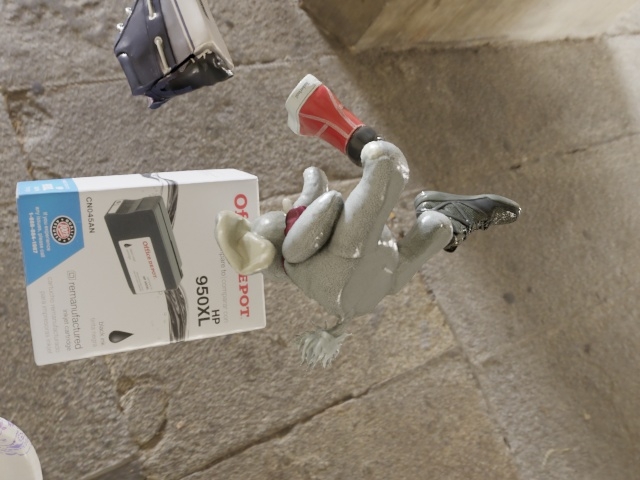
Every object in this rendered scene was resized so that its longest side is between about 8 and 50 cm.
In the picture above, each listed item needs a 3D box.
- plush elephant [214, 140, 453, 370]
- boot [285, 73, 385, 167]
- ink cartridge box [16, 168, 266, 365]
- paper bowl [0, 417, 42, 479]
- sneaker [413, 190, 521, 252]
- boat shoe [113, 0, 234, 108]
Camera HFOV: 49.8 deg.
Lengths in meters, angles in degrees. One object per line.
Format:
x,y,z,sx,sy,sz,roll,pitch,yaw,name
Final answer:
0.000,0.000,1.064,0.255,0.330,0.272,34,2,38,plush elephant
0.036,-0.174,1.143,0.176,0.244,0.088,39,94,1,boot
-0.308,0.031,1.212,0.395,0.166,0.285,-7,103,-23,ink cartridge box
-0.497,0.352,0.851,0.148,0.284,0.284,1,56,20,paper bowl
0.314,-0.032,1.449,0.227,0.087,0.130,4,56,-9,sneaker
-0.264,-0.369,1.084,0.158,0.127,0.340,-25,67,9,boat shoe
